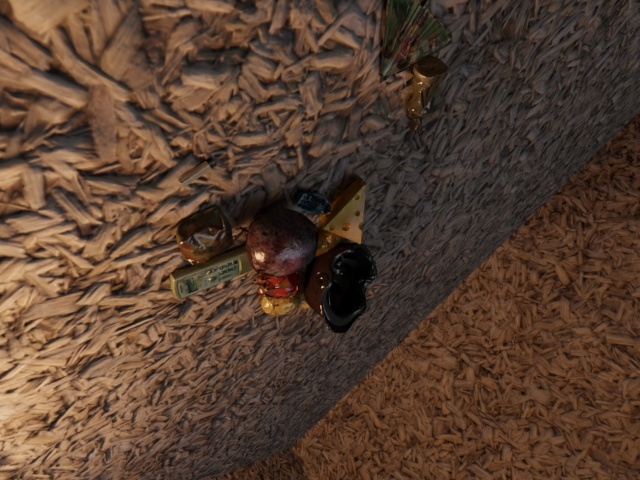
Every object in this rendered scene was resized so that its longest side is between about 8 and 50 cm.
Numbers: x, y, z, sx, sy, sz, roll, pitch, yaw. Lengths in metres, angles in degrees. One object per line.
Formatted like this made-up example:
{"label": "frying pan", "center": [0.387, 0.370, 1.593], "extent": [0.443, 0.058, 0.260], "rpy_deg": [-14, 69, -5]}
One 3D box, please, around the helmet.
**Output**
{"label": "helmet", "center": [0.039, 0.137, 1.304], "extent": [0.225, 0.177, 0.305], "rpy_deg": [50, 62, -41]}

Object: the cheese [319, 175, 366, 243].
{"label": "cheese", "center": [0.090, -0.098, 1.165], "extent": [0.126, 0.093, 0.171], "rpy_deg": [21, 107, -12]}

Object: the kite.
{"label": "kite", "center": [0.213, -0.480, 0.909], "extent": [0.323, 0.013, 0.267], "rpy_deg": [-1, 133, -50]}

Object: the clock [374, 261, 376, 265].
{"label": "clock", "center": [0.111, 0.144, 1.557], "extent": [0.197, 0.063, 0.150], "rpy_deg": [-20, 144, -31]}

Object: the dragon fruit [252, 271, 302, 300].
{"label": "dragon fruit", "center": [-0.127, 0.123, 1.233], "extent": [0.142, 0.130, 0.121], "rpy_deg": [-31, -179, -17]}

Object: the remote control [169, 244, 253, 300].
{"label": "remote control", "center": [-0.283, 0.083, 1.075], "extent": [0.234, 0.038, 0.098], "rpy_deg": [-21, 144, -27]}

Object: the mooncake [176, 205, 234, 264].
{"label": "mooncake", "center": [-0.270, -0.002, 0.946], "extent": [0.130, 0.073, 0.125], "rpy_deg": [-27, 149, -18]}

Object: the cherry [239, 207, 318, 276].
{"label": "cherry", "center": [-0.097, 0.003, 1.013], "extent": [0.195, 0.195, 0.195], "rpy_deg": [-28, 147, -20]}

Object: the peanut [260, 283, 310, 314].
{"label": "peanut", "center": [-0.096, 0.198, 1.363], "extent": [0.230, 0.103, 0.098], "rpy_deg": [-7, 134, -40]}

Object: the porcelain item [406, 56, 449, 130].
{"label": "porcelain item", "center": [0.266, -0.370, 1.064], "extent": [0.081, 0.069, 0.215], "rpy_deg": [-33, 157, -18]}

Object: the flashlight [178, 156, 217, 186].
{"label": "flashlight", "center": [-0.254, -0.142, 0.831], "extent": [0.083, 0.018, 0.018], "rpy_deg": [-37, 148, -7]}

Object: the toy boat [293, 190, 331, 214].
{"label": "toy boat", "center": [-0.016, -0.099, 1.105], "extent": [0.060, 0.061, 0.137], "rpy_deg": [-50, 149, 16]}

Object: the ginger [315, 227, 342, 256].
{"label": "ginger", "center": [-0.009, 0.009, 1.239], "extent": [0.206, 0.081, 0.115], "rpy_deg": [-22, 141, -33]}
